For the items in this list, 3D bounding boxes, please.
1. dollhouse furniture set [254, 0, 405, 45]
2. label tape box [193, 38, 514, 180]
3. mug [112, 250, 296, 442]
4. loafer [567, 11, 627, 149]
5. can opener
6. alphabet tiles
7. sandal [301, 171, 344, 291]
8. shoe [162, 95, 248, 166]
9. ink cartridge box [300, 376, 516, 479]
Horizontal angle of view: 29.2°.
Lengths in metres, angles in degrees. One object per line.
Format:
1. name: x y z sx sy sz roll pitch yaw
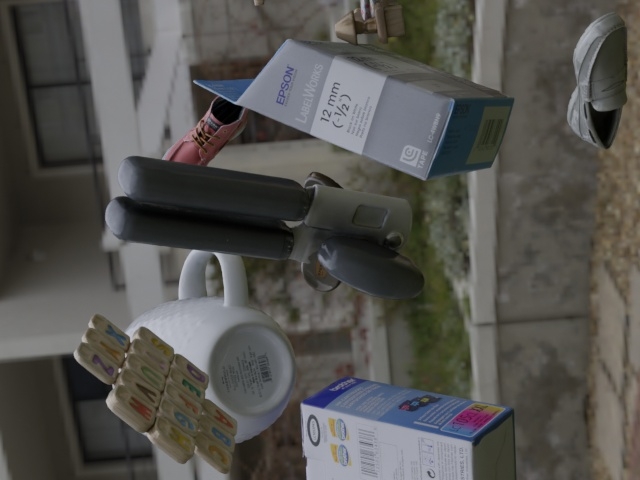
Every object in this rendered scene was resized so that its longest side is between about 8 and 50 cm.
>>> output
1. dollhouse furniture set: 0.000 -0.409 1.556 0.355 0.174 0.303 -88 -10 -70
2. label tape box: 0.049 -0.195 1.610 0.249 0.347 0.115 -15 -52 -63
3. mug: -0.194 0.188 2.219 0.328 0.276 0.374 -13 77 61
4. loafer: 0.542 -0.299 2.337 0.111 0.112 0.319 54 167 31
5. can opener: -0.035 -0.013 1.016 0.093 0.280 0.074 52 127 56
6. alphabet tiles: -0.229 0.215 1.771 0.278 0.021 0.284 41 -168 -11
7. sandal: 0.000 0.000 1.706 0.060 0.090 0.219 -50 -19 -40
8. shoe: -0.171 -0.154 1.819 0.178 0.063 0.081 -46 -8 -25
9. ink cartridge box: 0.119 0.388 2.038 0.151 0.395 0.270 -23 -66 -52
